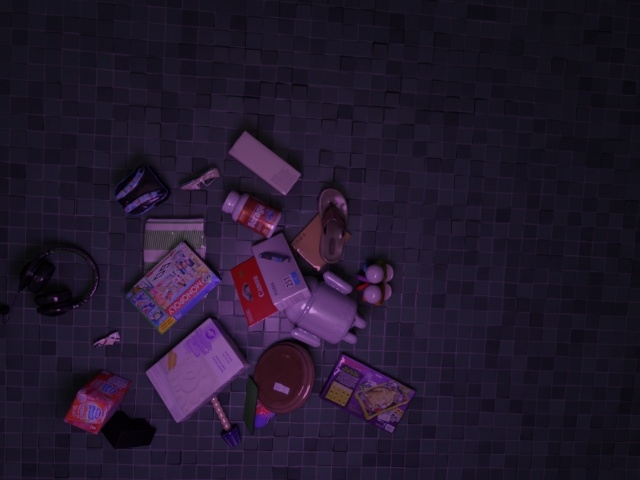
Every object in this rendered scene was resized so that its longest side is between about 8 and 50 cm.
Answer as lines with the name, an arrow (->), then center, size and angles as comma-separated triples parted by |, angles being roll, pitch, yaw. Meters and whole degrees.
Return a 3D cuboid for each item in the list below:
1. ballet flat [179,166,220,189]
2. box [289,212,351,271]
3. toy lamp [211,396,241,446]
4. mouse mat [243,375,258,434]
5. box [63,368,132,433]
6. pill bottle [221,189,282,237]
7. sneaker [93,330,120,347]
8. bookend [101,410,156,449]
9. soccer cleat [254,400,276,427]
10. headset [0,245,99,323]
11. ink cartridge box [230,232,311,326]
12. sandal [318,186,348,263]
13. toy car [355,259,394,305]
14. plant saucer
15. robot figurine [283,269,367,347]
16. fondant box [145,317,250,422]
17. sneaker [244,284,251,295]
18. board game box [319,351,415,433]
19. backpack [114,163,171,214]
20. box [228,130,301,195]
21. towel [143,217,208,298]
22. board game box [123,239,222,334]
ballet flat -> -0.469, -0.229, 1.871 | 0.168, 0.057, 0.052 | -29, 105, -2
box -> 0.000, 0.000, 1.939 | 0.164, 0.021, 0.201 | 43, 89, -6
toy lamp -> -0.398, 0.697, 1.928 | 0.080, 0.080, 0.275 | -23, 95, -3
mouse mat -> -0.276, 0.649, 1.898 | 0.007, 0.152, 0.190 | 7, 93, -24
box -> -0.824, 0.597, 1.795 | 0.128, 0.257, 0.123 | 26, 90, -6
pill bottle -> -0.266, -0.107, 1.861 | 0.216, 0.121, 0.121 | 27, 91, -6
sneaker -> -0.841, 0.399, 1.890 | 0.109, 0.040, 0.044 | -25, 97, -2
bookend -> -0.763, 0.739, 1.892 | 0.157, 0.156, 0.072 | 25, 92, 38
soccer cleat -> -0.175, 0.630, 1.919 | 0.108, 0.116, 0.318 | 41, 90, -7
headset -> -1.047, 0.183, 1.833 | 0.394, 0.185, 0.243 | -32, 100, -17
ink cartridge box -> -0.205, 0.142, 1.816 | 0.261, 0.066, 0.296 | -27, 51, -1
sandal -> 0.054, -0.057, 1.885 | 0.120, 0.086, 0.303 | -2, 94, -5
toy car -> 0.207, 0.165, 1.921 | 0.136, 0.159, 0.182 | 7, 94, 31
plant saucer -> -0.151, 0.529, 1.869 | 0.278, 0.041, 0.278 | -11, 64, 24
robot figurine -> 0.004, 0.268, 1.868 | 0.353, 0.200, 0.300 | 28, 91, -6
fondant box -> -0.473, 0.497, 1.856 | 0.330, 0.096, 0.238 | -40, 72, -2
sneaker -> -0.233, 0.186, 1.914 | 0.152, 0.061, 0.054 | -17, 97, -2
board game box -> 0.193, 0.631, 1.986 | 0.347, 0.056, 0.208 | 29, 95, -6
backpack -> -0.679, -0.183, 1.824 | 0.173, 0.117, 0.158 | -39, 96, -2
box -> -0.214, -0.296, 1.866 | 0.275, 0.094, 0.113 | 38, 90, -6
towel -> -0.572, 0.073, 1.893 | 0.247, 0.038, 0.325 | 0, 96, -3
board game box -> -0.571, 0.183, 1.862 | 0.317, 0.046, 0.213 | -43, 95, 2
